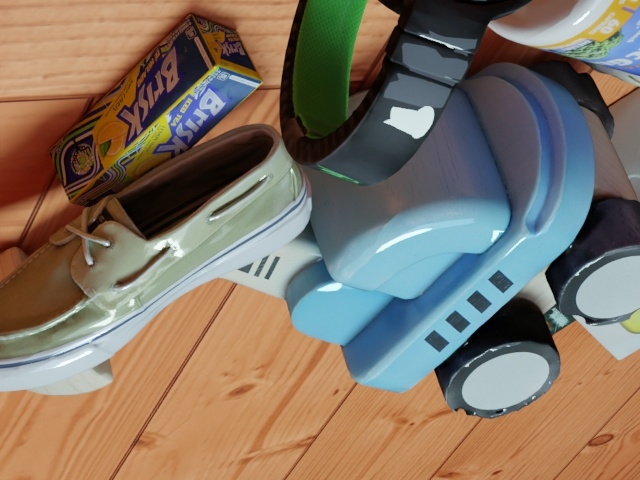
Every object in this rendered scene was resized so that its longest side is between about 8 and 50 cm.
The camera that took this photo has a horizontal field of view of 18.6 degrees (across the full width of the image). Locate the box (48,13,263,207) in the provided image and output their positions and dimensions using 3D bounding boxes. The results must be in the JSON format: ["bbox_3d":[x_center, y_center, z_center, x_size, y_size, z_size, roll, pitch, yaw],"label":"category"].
[{"bbox_3d":[-0.126,-0.093,1.476,0.169,0.054,0.059,-41,149,24],"label":"box"}]

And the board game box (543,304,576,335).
[{"bbox_3d":[0.193,0.079,2.070,0.126,0.026,0.186,-33,151,11],"label":"board game box"}]

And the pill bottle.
[{"bbox_3d":[0.246,-0.204,1.500,0.272,0.152,0.152,8,137,-46],"label":"pill bottle"}]

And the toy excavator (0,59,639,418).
[{"bbox_3d":[0.000,0.000,1.630,0.445,0.222,0.433,19,130,-36],"label":"toy excavator"}]

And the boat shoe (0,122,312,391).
[{"bbox_3d":[-0.149,0.004,1.478,0.302,0.109,0.094,-31,139,-10],"label":"boat shoe"}]

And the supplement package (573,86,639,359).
[{"bbox_3d":[0.306,-0.017,1.871,0.194,0.149,0.203,-33,151,12],"label":"supplement package"}]

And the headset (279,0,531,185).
[{"bbox_3d":[0.097,-0.217,1.263,0.185,0.243,0.394,16,110,-19],"label":"headset"}]

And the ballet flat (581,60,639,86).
[{"bbox_3d":[0.289,-0.163,1.695,0.213,0.068,0.072,3,140,-43],"label":"ballet flat"}]
